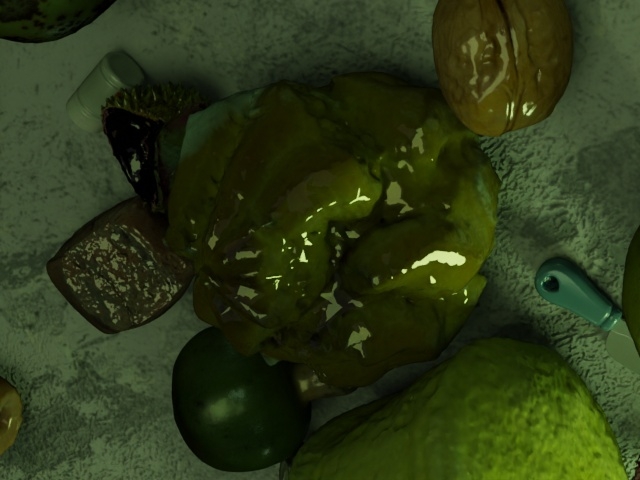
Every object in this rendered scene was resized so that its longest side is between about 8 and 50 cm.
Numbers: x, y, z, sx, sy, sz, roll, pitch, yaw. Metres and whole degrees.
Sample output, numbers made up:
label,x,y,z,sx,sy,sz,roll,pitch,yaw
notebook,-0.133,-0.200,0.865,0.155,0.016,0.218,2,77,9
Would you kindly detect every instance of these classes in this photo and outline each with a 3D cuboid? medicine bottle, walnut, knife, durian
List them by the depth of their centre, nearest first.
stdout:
label,x,y,z,sx,sy,sz,roll,pitch,yaw
walnut,0.186,-0.199,1.652,0.144,0.144,0.180,-7,104,27
knife,0.335,0.107,1.795,0.244,0.032,0.058,39,121,-2
durian,-0.180,-0.131,1.872,0.119,0.108,0.186,43,152,24
medicine bottle,-0.252,-0.173,1.903,0.057,0.057,0.089,45,122,-1

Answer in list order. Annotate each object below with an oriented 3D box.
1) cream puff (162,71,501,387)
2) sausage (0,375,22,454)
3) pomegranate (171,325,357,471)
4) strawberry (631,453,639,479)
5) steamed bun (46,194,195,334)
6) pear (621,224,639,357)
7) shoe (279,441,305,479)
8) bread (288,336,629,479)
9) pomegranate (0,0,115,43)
label,x,y,z,sx,sy,sz,roll,pitch,yaw
cream puff,0.000,0.000,1.746,0.378,0.275,0.378,8,115,18
sausage,-0.569,0.186,2.186,0.354,0.116,0.134,21,130,18
pomegranate,-0.065,0.178,1.923,0.225,0.187,0.187,-16,107,15
strawberry,0.453,0.245,1.783,0.208,0.087,0.167,12,99,47
steamed bun,-0.240,0.037,1.968,0.175,0.106,0.145,-34,96,30
pear,0.408,0.038,1.620,0.212,0.212,0.269,28,124,10
shoe,0.025,0.342,2.007,0.112,0.099,0.227,-9,113,20
bread,0.147,0.294,1.785,0.308,0.348,0.348,-19,105,35
pomegranate,-0.345,-0.352,1.770,0.341,0.285,0.285,11,122,54
